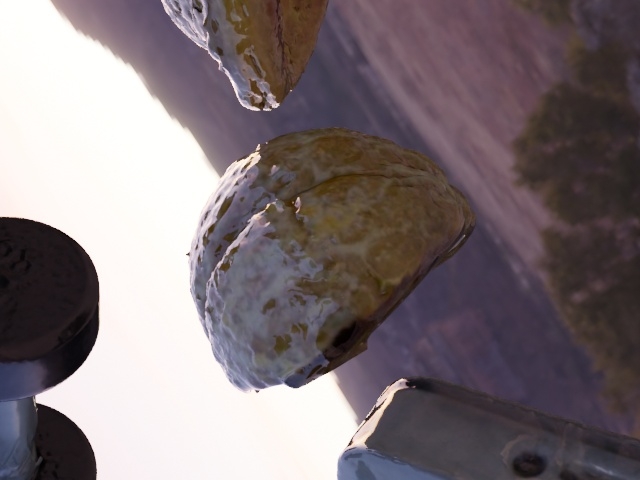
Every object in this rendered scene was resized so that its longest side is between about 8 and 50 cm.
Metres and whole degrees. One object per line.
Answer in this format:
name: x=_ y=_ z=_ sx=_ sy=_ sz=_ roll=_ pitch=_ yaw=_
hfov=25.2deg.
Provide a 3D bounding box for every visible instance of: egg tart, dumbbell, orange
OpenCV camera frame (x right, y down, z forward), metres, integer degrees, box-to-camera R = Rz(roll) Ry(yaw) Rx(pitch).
egg tart: x=-0.101 y=-0.380 z=1.719 sx=0.443 sy=0.178 sz=0.443 roll=3 pitch=-90 yaw=-75
dumbbell: x=-0.167 y=0.085 z=0.760 sx=0.100 sy=0.100 sz=0.191 roll=58 pitch=153 yaw=36
orange: x=0.000 y=0.000 z=1.360 sx=0.210 sy=0.271 sz=0.369 roll=59 pitch=-171 yaw=2

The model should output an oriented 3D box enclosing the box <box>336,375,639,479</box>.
box: x=0.215 y=0.284 z=0.925 sx=0.396 sy=0.111 sz=0.396 roll=15 pitch=137 yaw=33
